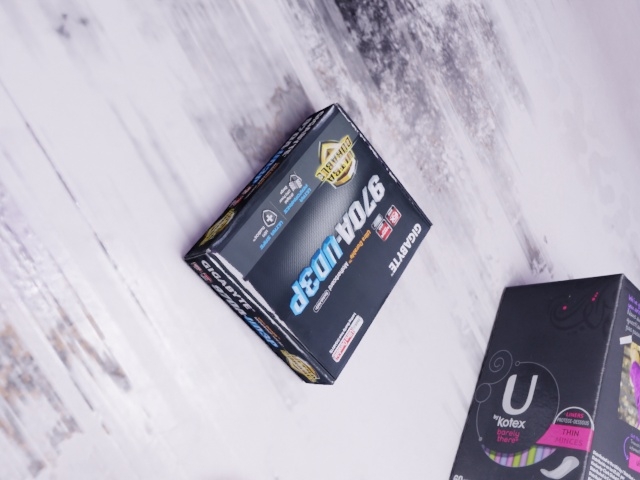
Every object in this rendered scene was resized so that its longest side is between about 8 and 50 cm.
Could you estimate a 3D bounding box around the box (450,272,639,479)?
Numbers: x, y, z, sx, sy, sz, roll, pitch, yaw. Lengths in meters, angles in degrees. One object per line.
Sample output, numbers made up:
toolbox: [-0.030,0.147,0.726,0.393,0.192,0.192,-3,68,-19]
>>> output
box: [0.283,0.192,0.729,0.143,0.165,0.270,37,62,-25]

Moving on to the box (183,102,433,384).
box: [0.000,0.000,0.626,0.175,0.051,0.220,49,57,-19]
